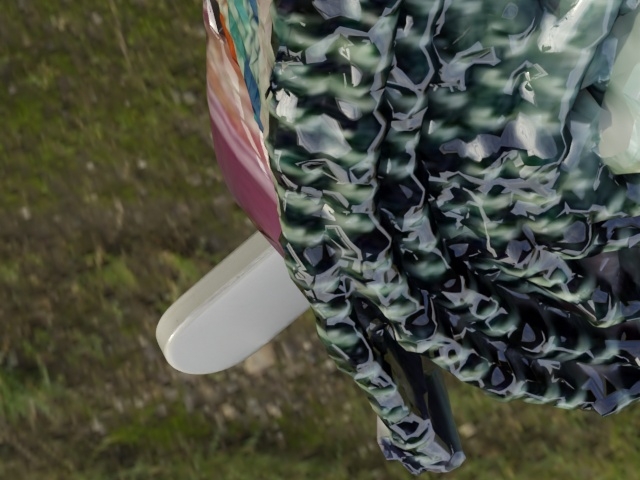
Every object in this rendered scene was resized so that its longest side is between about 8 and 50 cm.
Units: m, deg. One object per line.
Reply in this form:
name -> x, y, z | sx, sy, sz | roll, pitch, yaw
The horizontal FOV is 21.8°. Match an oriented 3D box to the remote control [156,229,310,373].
remote control -> 0.000, 0.000, 0.994 | 0.245, 0.022, 0.077 | -41, 147, 16

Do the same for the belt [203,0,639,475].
belt -> 0.071, -0.096, 0.400 | 0.206, 0.160, 0.295 | -8, 139, -10
